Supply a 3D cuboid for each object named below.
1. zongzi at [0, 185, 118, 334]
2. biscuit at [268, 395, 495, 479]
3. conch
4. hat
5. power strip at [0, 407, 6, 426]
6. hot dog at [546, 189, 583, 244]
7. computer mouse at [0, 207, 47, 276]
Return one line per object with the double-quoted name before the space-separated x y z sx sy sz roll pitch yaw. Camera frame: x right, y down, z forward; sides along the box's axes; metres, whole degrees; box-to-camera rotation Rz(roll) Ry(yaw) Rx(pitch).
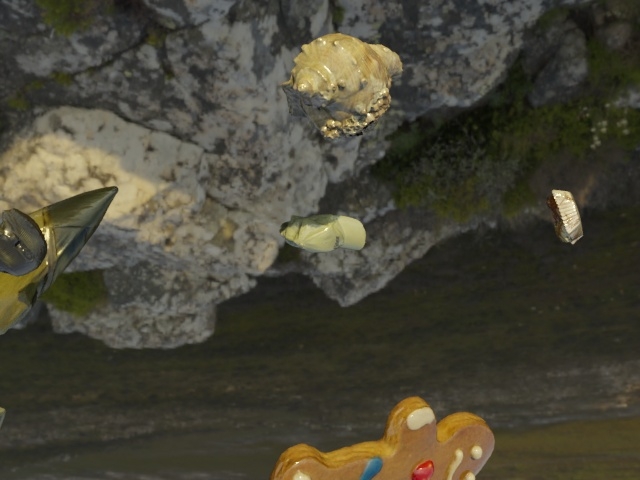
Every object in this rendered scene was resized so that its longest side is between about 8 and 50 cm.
"zongzi" -0.464 0.028 1.093 0.274 0.251 0.125 -25 120 16
"biscuit" 0.054 0.179 0.494 0.205 0.031 0.138 -7 118 -32
"conch" 0.039 -0.243 1.040 0.178 0.245 0.163 10 117 39
"hat" 0.005 -0.003 1.359 0.166 0.081 0.122 15 147 -15
"power strip" -0.572 0.326 1.018 0.046 0.118 0.270 22 176 2
"hot dog" 0.463 -0.045 1.265 0.053 0.099 0.192 -21 166 20
"computer mouse" -0.409 0.009 0.905 0.047 0.079 0.135 33 154 17
